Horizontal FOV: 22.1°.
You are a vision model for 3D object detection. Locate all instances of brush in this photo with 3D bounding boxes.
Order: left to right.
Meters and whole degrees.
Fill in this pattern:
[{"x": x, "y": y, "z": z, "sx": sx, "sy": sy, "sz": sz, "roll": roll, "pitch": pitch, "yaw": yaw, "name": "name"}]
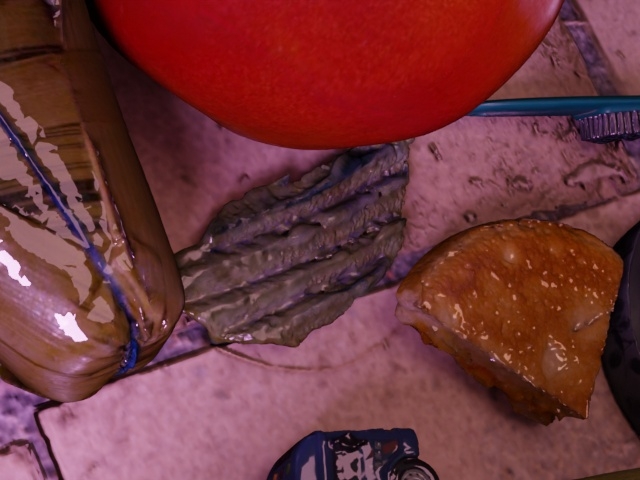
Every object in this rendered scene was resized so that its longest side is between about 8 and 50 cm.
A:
[{"x": 0.171, "y": -0.080, "z": 1.099, "sx": 0.193, "sy": 0.043, "sz": 0.032, "roll": -6, "pitch": 87, "yaw": -32, "name": "brush"}]

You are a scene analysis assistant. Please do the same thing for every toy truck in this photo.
[{"x": 0.017, "y": 0.200, "z": 0.851, "sx": 0.088, "sy": 0.074, "sz": 0.201, "roll": 4, "pitch": 66, "yaw": -20, "name": "toy truck"}]

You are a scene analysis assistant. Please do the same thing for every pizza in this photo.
[{"x": 0.118, "y": 0.051, "z": 0.996, "sx": 0.175, "sy": 0.046, "sz": 0.134, "roll": 0, "pitch": 66, "yaw": -31, "name": "pizza"}]

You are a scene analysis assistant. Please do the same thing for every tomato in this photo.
[{"x": -0.016, "y": -0.171, "z": 0.905, "sx": 0.299, "sy": 0.226, "sz": 0.298, "roll": 38, "pitch": 8, "yaw": -7, "name": "tomato"}]

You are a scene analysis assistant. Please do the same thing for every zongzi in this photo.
[{"x": -0.229, "y": -0.028, "z": 0.784, "sx": 0.289, "sy": 0.123, "sz": 0.260, "roll": -13, "pitch": 77, "yaw": -25, "name": "zongzi"}]

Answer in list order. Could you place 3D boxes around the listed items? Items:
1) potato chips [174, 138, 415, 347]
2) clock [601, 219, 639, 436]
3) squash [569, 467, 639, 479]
[{"x": 0.000, "y": 0.000, "z": 0.961, "sx": 0.207, "sy": 0.028, "sz": 0.092, "roll": -30, "pitch": 86, "yaw": -36, "name": "potato chips"}, {"x": 0.276, "y": 0.070, "z": 1.088, "sx": 0.215, "sy": 0.042, "sz": 0.214, "roll": 14, "pitch": 61, "yaw": -26, "name": "clock"}, {"x": 0.212, "y": 0.171, "z": 0.981, "sx": 0.200, "sy": 0.075, "sz": 0.090, "roll": -11, "pitch": 53, "yaw": -13, "name": "squash"}]
